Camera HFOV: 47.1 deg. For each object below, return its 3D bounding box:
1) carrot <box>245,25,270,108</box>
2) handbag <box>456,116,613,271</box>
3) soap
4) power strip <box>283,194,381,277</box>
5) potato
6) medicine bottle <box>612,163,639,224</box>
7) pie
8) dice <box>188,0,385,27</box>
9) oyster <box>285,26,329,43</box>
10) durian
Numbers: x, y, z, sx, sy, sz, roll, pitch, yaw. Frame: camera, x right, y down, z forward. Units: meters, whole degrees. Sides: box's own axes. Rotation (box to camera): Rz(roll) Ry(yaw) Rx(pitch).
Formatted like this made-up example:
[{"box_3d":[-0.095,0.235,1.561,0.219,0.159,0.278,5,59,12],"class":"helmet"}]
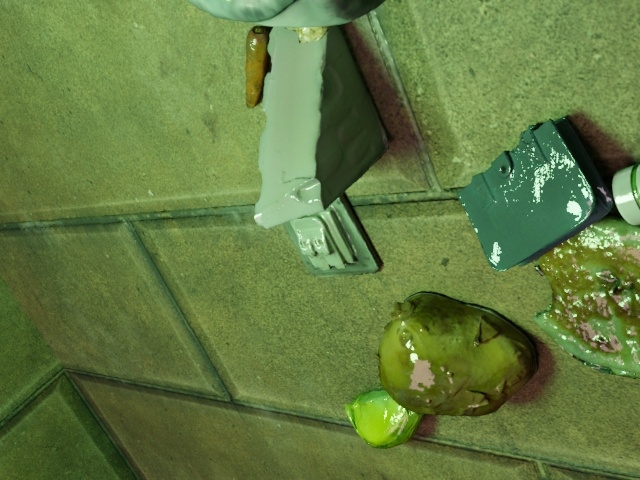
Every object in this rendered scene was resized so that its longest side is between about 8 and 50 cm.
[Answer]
[{"box_3d":[-0.120,-0.316,1.369,0.047,0.047,0.191,32,145,15],"class":"carrot"},{"box_3d":[0.322,-0.070,1.140,0.229,0.062,0.179,-42,69,50],"class":"handbag"},{"box_3d":[-0.041,-0.207,1.222,0.159,0.258,0.302,-7,118,46],"class":"soap"},{"box_3d":[0.000,0.000,1.522,0.198,0.064,0.213,-11,115,44],"class":"power strip"},{"box_3d":[0.250,0.254,1.429,0.299,0.196,0.247,17,135,28],"class":"potato"},{"box_3d":[0.501,-0.083,0.992,0.183,0.086,0.086,-22,108,48],"class":"medicine bottle"},{"box_3d":[0.457,0.090,1.151,0.302,0.066,0.303,27,129,39],"class":"pie"},{"box_3d":[-0.045,-0.483,0.912,0.330,0.348,0.328,26,136,19],"class":"dice"},{"box_3d":[-0.095,-0.433,1.168,0.294,0.094,0.166,44,-179,-9],"class":"oyster"},{"box_3d":[0.152,0.421,1.740,0.250,0.101,0.139,-33,64,50],"class":"durian"}]
